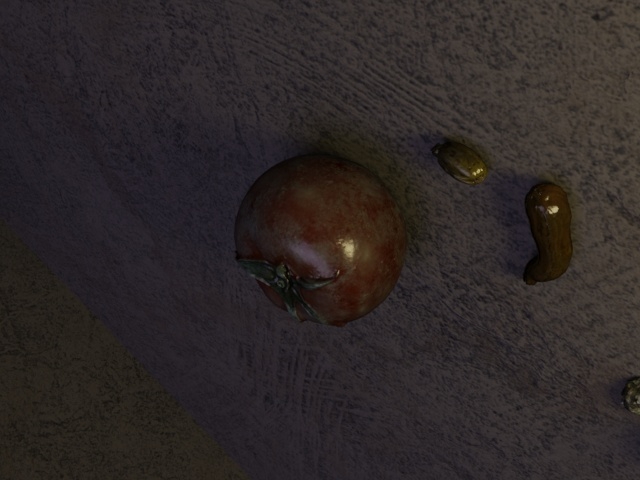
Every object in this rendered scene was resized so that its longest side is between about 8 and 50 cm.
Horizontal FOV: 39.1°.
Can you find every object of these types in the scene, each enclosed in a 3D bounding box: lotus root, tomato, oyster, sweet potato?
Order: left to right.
[{"bbox_3d":[0.000,0.000,1.616,0.316,0.282,0.317,30,148,21],"label":"tomato"},{"bbox_3d":[0.222,-0.127,1.439,0.099,0.049,0.054,34,155,17],"label":"lotus root"},{"bbox_3d":[0.359,0.001,1.421,0.081,0.062,0.233,41,155,37],"label":"sweet potato"},{"bbox_3d":[0.552,0.276,1.526,0.098,0.037,0.100,19,140,36],"label":"oyster"}]
